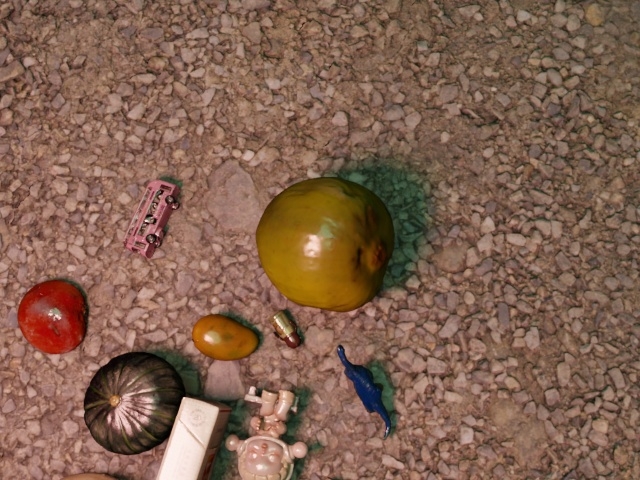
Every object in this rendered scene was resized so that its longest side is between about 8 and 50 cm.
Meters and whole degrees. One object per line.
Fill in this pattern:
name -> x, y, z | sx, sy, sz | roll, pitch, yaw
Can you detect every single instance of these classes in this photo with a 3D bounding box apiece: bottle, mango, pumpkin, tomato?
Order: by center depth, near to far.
pumpkin -> -0.431, 0.387, 1.849 | 0.250, 0.216, 0.249 | -17, 58, 28
mango -> -0.238, 0.245, 1.929 | 0.163, 0.089, 0.111 | 28, 79, -1
bottle -> -0.085, 0.225, 1.948 | 0.047, 0.063, 0.101 | -30, 80, -33
tomato -> -0.679, 0.188, 1.949 | 0.173, 0.099, 0.189 | -3, 79, -1

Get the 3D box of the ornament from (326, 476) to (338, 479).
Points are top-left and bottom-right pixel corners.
ornament -> 0.013, 0.645, 1.843 | 0.081, 0.075, 0.156 | 11, 73, 50

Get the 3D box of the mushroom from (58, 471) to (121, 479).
mushroom -> -0.544, 0.670, 1.741 | 0.293, 0.290, 0.292 | -1, 79, 3

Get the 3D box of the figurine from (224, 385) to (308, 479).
figurine -> -0.132, 0.484, 1.857 | 0.182, 0.144, 0.256 | 16, 75, -16

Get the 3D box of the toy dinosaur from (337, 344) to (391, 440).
toy dinosaur -> 0.107, 0.359, 1.843 | 0.075, 0.188, 0.247 | -26, 80, 4

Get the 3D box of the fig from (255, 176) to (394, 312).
fig -> -0.002, 0.006, 1.866 | 0.343, 0.343, 0.343 | 0, 78, 2

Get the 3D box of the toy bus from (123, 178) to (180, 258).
toy bus -> -0.434, -0.058, 2.015 | 0.090, 0.063, 0.203 | 19, 77, 9

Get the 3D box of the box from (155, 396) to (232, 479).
box -> -0.309, 0.533, 1.804 | 0.095, 0.210, 0.330 | 15, 79, 5
